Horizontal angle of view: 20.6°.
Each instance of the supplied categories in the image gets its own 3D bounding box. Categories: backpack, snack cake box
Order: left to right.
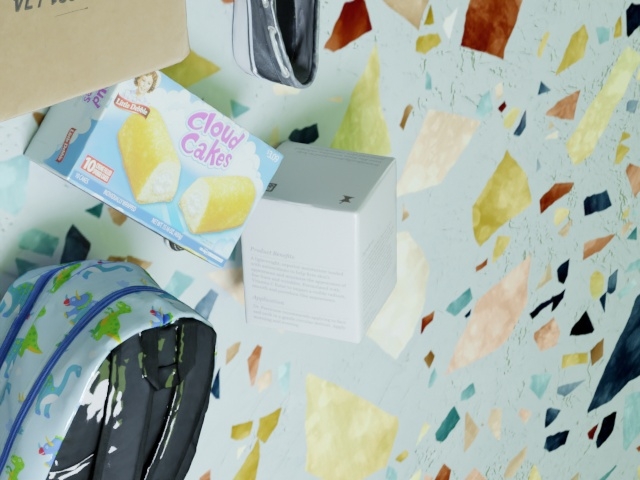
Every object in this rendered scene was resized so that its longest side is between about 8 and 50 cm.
[{"bbox_3d":[-0.255,0.198,1.906,0.290,0.273,0.355,-4,134,-46],"label":"backpack"},{"bbox_3d":[-0.178,-0.094,1.926,0.264,0.089,0.152,32,86,-47],"label":"snack cake box"}]

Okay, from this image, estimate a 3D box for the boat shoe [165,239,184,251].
[{"bbox_3d":[-0.131,-0.032,2.070,0.125,0.038,0.046,-46,138,-24],"label":"boat shoe"}]

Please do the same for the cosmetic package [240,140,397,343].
[{"bbox_3d":[0.000,0.000,2.116,0.151,0.151,0.184,-53,148,-55],"label":"cosmetic package"}]

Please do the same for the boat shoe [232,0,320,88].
[{"bbox_3d":[-0.042,-0.312,1.970,0.108,0.102,0.301,-25,127,-40],"label":"boat shoe"}]

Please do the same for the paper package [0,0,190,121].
[{"bbox_3d":[-0.289,-0.266,1.476,0.324,0.168,0.309,-22,129,-28],"label":"paper package"}]
